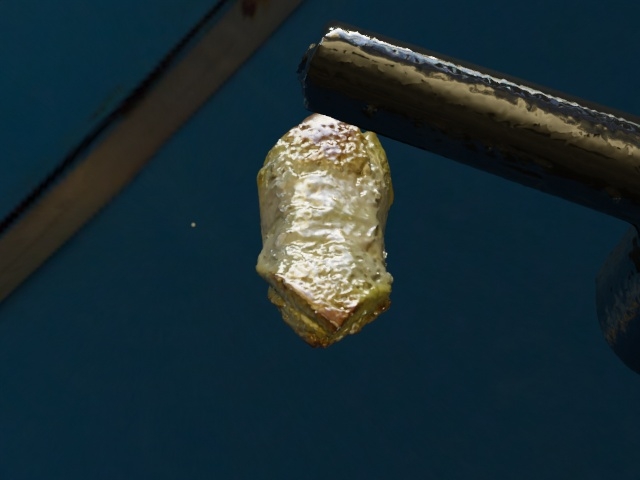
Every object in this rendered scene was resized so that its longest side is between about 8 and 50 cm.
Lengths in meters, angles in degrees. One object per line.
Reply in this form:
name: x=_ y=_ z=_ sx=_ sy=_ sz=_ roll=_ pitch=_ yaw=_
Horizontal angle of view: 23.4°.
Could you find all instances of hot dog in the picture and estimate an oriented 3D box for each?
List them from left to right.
hot dog: x=0.001 y=0.001 z=0.845 sx=0.078 sy=0.061 sz=0.169 roll=5 pitch=-134 yaw=0

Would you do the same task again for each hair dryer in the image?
hair dryer: x=0.109 y=-0.037 z=0.667 sx=0.251 sy=0.197 sz=0.089 roll=22 pitch=-115 yaw=4
